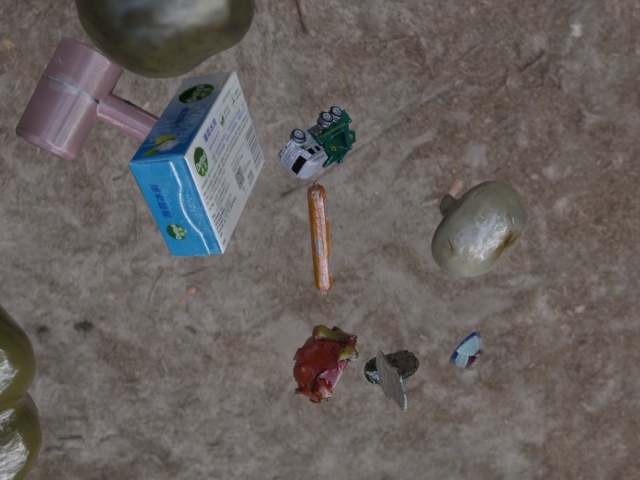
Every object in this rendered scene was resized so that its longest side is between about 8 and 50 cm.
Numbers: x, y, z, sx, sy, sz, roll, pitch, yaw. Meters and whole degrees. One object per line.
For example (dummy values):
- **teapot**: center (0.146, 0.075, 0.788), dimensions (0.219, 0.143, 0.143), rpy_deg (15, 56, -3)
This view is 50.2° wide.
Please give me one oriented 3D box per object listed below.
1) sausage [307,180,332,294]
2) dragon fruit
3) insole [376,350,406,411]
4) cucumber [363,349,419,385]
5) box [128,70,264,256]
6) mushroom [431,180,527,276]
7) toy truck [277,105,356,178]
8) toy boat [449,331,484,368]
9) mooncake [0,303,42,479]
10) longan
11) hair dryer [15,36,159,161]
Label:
- **sausage**: center (0.000, 0.000, 1.855), dimensions (0.053, 0.053, 0.348), rpy_deg (-9, 118, -8)
- **dragon fruit**: center (-0.003, 0.161, 0.913), dimensions (0.068, 0.126, 0.112), rpy_deg (30, 90, -2)
- **insole**: center (0.090, 0.183, 0.892), dimensions (0.004, 0.197, 0.065), rpy_deg (-7, 90, -5)
- **cucumber**: center (0.160, 0.291, 1.550), dimensions (0.072, 0.072, 0.300), rpy_deg (-44, 162, 13)
- **box**: center (-0.140, -0.095, 0.824), dimensions (0.073, 0.194, 0.139), rpy_deg (-3, 130, 17)
- **mushroom**: center (0.323, -0.030, 1.433), dimensions (0.226, 0.178, 0.226), rpy_deg (-33, 158, -15)
- **toy truck**: center (0.004, -0.234, 1.690), dimensions (0.116, 0.216, 0.110), rpy_deg (47, 141, 7)
- **toy boat**: center (0.283, 0.218, 1.308), dimensions (0.080, 0.046, 0.229), rpy_deg (-42, 161, -5)
- **mooncake**: center (-0.631, 0.235, 0.933), dimensions (0.467, 0.262, 0.467), rpy_deg (-20, 124, -32)
- **longan**: center (-0.355, -0.554, 1.543), dimensions (0.404, 0.336, 0.404), rpy_deg (1, 134, 1)
- **hair dryer**: center (-0.381, -0.216, 1.326), dimensions (0.352, 0.125, 0.210), rpy_deg (27, 86, -9)
